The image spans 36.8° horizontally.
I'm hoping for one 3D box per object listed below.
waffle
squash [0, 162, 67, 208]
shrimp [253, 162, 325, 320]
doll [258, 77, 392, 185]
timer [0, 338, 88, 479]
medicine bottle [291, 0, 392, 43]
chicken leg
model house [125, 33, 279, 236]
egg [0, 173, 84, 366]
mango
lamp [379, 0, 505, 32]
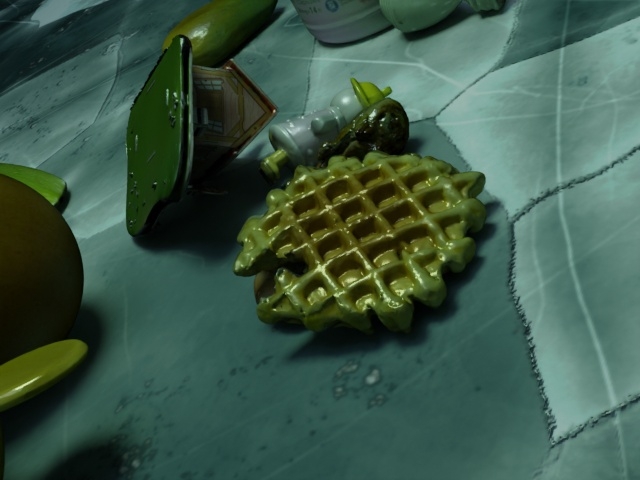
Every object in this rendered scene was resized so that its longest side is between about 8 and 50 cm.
[{"bbox_3d":[0.037,-0.010,0.996,0.261,0.056,0.250,3,48,29],"label":"waffle"},{"bbox_3d":[-0.571,-0.033,1.631,0.308,0.210,0.234,6,37,6],"label":"squash"},{"bbox_3d":[-0.002,-0.003,1.068,0.133,0.053,0.236,-17,37,28],"label":"shrimp"},{"bbox_3d":[0.007,-0.143,1.239,0.207,0.081,0.129,-34,-3,-11],"label":"doll"},{"bbox_3d":[-0.433,0.209,0.879,0.386,0.376,0.376,-15,34,23],"label":"timer"},{"bbox_3d":[0.026,-0.493,1.509,0.241,0.302,0.241,-23,31,15],"label":"medicine bottle"},{"bbox_3d":[0.030,-0.106,1.171,0.178,0.070,0.093,-33,-11,19],"label":"chicken leg"},{"bbox_3d":[-0.158,-0.121,1.288,0.294,0.153,0.207,149,121,-61],"label":"model house"},{"bbox_3d":[-0.451,0.055,1.170,0.351,0.283,0.283,-16,33,37],"label":"egg"},{"bbox_3d":[-0.188,-0.394,1.778,0.237,0.091,0.137,-41,36,-26],"label":"mango"},{"bbox_3d":[0.173,-0.356,1.388,0.192,0.106,0.106,5,45,32],"label":"lamp"}]
